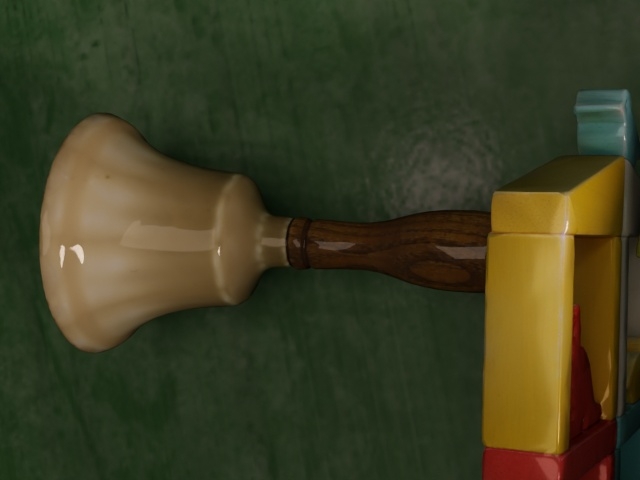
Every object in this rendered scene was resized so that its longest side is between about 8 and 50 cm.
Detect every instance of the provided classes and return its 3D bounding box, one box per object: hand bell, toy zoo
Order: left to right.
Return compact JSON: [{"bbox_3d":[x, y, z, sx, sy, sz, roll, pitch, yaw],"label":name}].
[{"bbox_3d":[0.000,0.000,0.540,0.242,0.126,0.126,2,91,17],"label":"hand bell"},{"bbox_3d":[0.110,0.083,0.459,0.030,0.192,0.293,2,91,26],"label":"toy zoo"}]

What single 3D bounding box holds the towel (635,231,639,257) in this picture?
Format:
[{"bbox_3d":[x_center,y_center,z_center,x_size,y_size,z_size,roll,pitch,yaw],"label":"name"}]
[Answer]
[{"bbox_3d":[0.200,-0.099,0.480,0.021,0.102,0.237,24,100,49],"label":"towel"}]
